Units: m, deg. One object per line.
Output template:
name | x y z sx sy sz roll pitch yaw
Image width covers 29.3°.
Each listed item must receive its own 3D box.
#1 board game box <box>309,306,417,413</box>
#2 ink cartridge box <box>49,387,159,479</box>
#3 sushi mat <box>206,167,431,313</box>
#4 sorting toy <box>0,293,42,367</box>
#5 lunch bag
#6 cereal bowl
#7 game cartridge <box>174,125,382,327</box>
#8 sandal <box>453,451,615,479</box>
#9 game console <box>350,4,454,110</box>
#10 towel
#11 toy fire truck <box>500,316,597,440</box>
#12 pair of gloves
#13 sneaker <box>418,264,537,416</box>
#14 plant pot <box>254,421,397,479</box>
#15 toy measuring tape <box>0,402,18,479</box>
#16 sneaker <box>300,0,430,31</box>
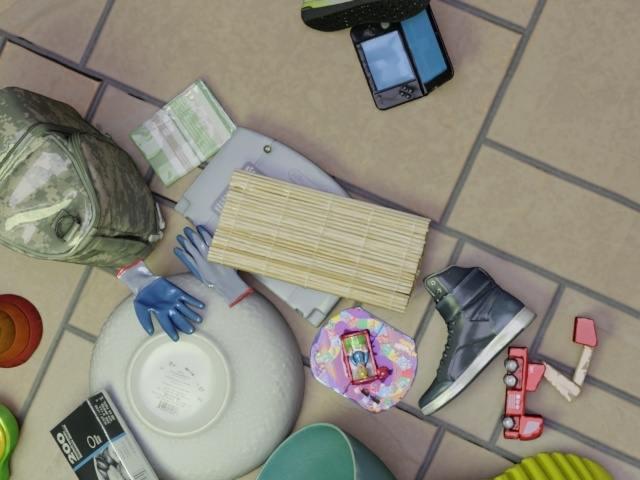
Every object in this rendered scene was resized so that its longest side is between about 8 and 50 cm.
board game box | 0.066 0.184 1.890 0.169 0.033 0.133 31 92 8
ink cartridge box | -0.331 0.353 1.865 0.206 0.045 0.208 57 140 7
sushi mat | 0.000 0.000 1.849 0.316 0.019 0.151 15 79 0
sorting toy | -0.614 0.070 1.941 0.365 0.126 0.127 37 92 7
lunch bag | -0.387 -0.069 1.833 0.256 0.305 0.212 42 96 11
cereal bowl | -0.199 0.213 1.871 0.339 0.141 0.339 0 87 7
game cartridge | -0.056 -0.032 1.908 0.297 0.062 0.198 40 88 8
sandal | 0.290 0.406 1.813 0.317 0.138 0.126 -7 47 -7
game console | 0.123 -0.289 1.878 0.124 0.085 0.144 -19 84 -1
towel | -0.218 -0.172 1.951 0.152 0.023 0.113 -36 82 5
toy fire truck | 0.344 0.208 1.844 0.135 0.047 0.192 3 88 6
pair of gloves | -0.199 0.059 1.838 0.198 0.023 0.159 -34 65 -20
sneaker | 0.191 0.140 1.848 0.163 0.086 0.226 43 94 8
plant pot | 0.031 0.438 1.784 0.195 0.290 0.290 30 92 -27
toy measuring tape | -0.488 0.346 1.922 0.330 0.121 0.121 41 93 -1
sneaker | 0.062 -0.385 1.862 0.235 0.084 0.097 -2 76 35
